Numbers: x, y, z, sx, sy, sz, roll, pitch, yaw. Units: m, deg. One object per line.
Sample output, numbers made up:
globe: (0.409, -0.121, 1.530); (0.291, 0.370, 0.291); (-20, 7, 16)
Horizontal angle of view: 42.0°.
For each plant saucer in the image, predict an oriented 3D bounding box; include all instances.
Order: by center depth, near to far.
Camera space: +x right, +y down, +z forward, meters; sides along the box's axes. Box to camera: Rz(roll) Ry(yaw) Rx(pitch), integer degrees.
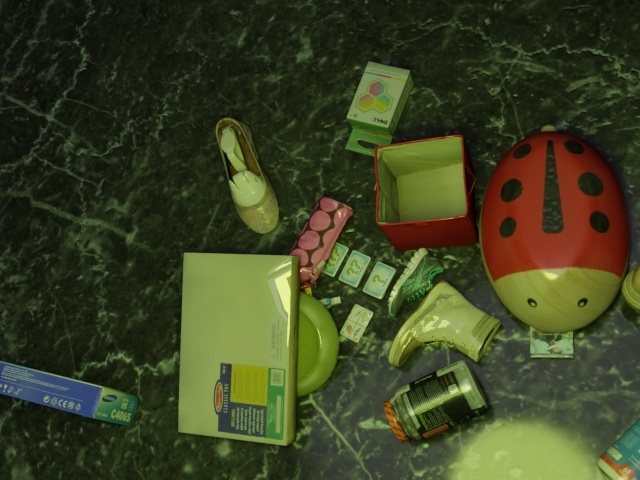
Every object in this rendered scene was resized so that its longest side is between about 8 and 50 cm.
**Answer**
plant saucer: (-0.077, 0.228, 1.835); (0.241, 0.037, 0.240); (0, 89, 22)

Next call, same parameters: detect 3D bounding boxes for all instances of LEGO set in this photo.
LEGO set: (0.033, 0.131, 1.857); (0.183, 0.060, 0.244); (25, 82, 28)

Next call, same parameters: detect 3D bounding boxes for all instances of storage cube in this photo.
storage cube: (0.233, -0.095, 1.788); (0.215, 0.193, 0.183); (-6, 71, 16)

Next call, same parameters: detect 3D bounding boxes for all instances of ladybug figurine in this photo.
ladybug figurine: (0.472, -0.042, 1.699); (0.305, 0.162, 0.449); (-6, 68, 15)

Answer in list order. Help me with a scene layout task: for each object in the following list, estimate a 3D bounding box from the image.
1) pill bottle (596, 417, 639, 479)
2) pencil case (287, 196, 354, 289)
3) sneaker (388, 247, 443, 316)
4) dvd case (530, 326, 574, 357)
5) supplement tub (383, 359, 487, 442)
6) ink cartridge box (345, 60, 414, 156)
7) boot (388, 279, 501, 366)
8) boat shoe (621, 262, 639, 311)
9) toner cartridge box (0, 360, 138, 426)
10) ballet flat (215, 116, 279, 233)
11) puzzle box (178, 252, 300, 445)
pill bottle: (0.629, 0.378, 1.535); (0.221, 0.124, 0.124); (-45, 65, 0)
pencil case: (0.000, 0.000, 1.874); (0.098, 0.095, 0.209); (-10, 50, 61)
sneaker: (0.207, 0.099, 1.807); (0.076, 0.065, 0.166); (30, 85, 21)
dvd case: (0.475, 0.182, 1.714); (0.087, 0.013, 0.119); (-1, 73, 18)
supplement tub: (0.231, 0.330, 1.690); (0.191, 0.117, 0.117); (-26, 66, 8)
ink cartridge box: (0.133, -0.308, 1.964); (0.109, 0.062, 0.209); (18, 79, 22)
boot: (0.258, 0.209, 1.744); (0.165, 0.077, 0.213); (36, 83, 23)
boat shoe: (0.737, 0.017, 1.603); (0.341, 0.110, 0.121); (-35, 66, -10)
toner cartridge box: (-0.618, 0.351, 1.943); (0.348, 0.165, 0.075); (9, 76, 20)
ballet flat: (-0.189, -0.162, 2.000); (0.108, 0.106, 0.315); (-27, 66, 9)
puzzle box: (-0.181, 0.231, 1.830); (0.272, 0.052, 0.408); (2, 89, 22)
